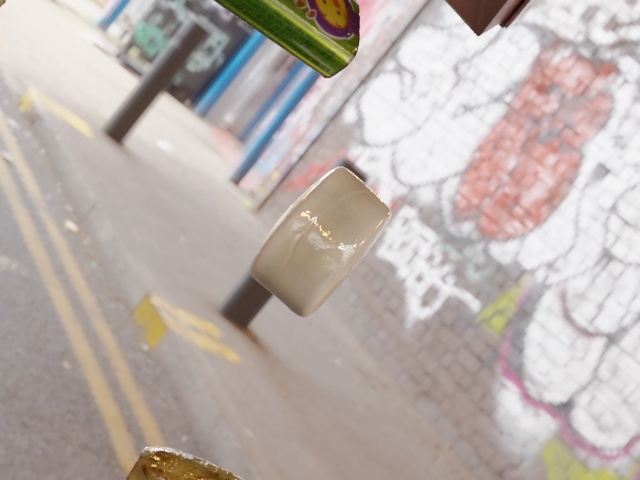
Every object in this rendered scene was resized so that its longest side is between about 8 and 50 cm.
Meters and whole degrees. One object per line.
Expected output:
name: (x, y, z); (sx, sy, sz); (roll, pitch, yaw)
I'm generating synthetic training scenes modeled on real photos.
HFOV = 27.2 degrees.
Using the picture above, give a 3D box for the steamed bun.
steamed bun: (0.000, 0.000, 2.188); (0.146, 0.242, 0.164); (40, 0, 5)

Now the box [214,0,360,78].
box: (-0.093, -0.369, 1.875); (0.345, 0.097, 0.134); (30, 47, -36)

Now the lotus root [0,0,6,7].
lotus root: (-0.455, -0.382, 1.662); (0.170, 0.074, 0.260); (36, -23, -12)

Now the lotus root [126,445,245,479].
lotus root: (-0.122, 0.325, 1.584); (0.258, 0.110, 0.097); (32, 33, 20)

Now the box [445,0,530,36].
box: (0.191, -0.383, 1.552); (0.215, 0.086, 0.215); (49, -36, 7)
